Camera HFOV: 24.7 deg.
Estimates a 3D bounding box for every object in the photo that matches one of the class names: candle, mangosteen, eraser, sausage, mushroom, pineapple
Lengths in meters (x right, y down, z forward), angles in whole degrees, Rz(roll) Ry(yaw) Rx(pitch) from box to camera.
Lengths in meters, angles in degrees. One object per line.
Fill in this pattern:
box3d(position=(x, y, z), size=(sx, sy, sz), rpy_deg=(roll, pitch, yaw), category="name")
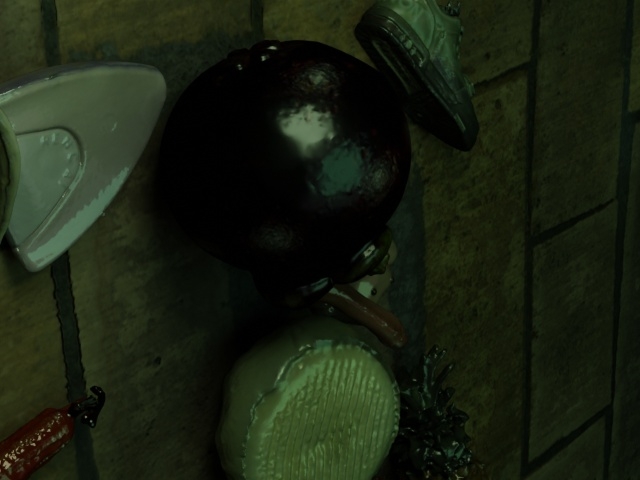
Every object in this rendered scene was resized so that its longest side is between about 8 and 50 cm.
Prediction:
box3d(position=(-0.340, 0.254, 1.582), size=(0.302, 0.059, 0.084), rpy_deg=(-40, 143, -36), category="candle")
box3d(position=(-0.043, -0.074, 1.673), size=(0.297, 0.297, 0.313), rpy_deg=(-19, 127, -49), category="mangosteen")
box3d(position=(-0.264, -0.112, 1.555), size=(0.243, 0.059, 0.204), rpy_deg=(-41, 130, -31), category="eraser")
box3d(position=(0.046, 0.088, 1.882), size=(0.186, 0.043, 0.043), rpy_deg=(34, 74, -34), category="sausage")
box3d(position=(-0.334, -0.071, 1.445), size=(0.068, 0.043, 0.306), rpy_deg=(-15, 125, -33), category="mushroom")
box3d(position=(0.177, 0.322, 2.206), size=(0.169, 0.169, 0.340), rpy_deg=(-35, 124, -42), category="pineapple")

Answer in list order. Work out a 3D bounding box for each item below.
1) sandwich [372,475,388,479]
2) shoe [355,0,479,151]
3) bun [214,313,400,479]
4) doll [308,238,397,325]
box3d(position=(0.022, 0.422, 2.087), size=(0.160, 0.109, 0.184), rpy_deg=(-25, 121, -70), category="sandwich")
box3d(position=(0.167, -0.257, 2.031), size=(0.149, 0.109, 0.293), rpy_deg=(-57, 136, -15), category="shoe")
box3d(position=(-0.029, 0.233, 1.914), size=(0.287, 0.146, 0.287), rpy_deg=(-14, 114, -34), category="bun")
box3d(position=(-0.001, 0.001, 1.911), size=(0.278, 0.119, 0.154), rpy_deg=(47, 63, -38), category="doll")
